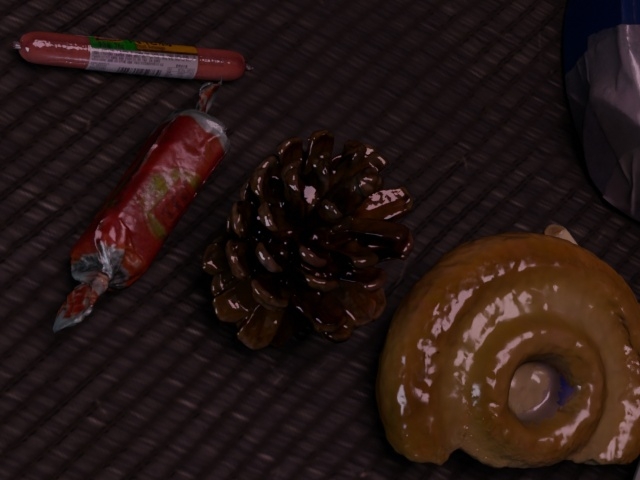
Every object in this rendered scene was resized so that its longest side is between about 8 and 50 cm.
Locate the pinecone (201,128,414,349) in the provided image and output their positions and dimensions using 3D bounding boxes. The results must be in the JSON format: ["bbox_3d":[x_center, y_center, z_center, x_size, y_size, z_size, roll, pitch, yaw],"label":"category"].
[{"bbox_3d":[-0.003,-0.001,1.521,0.150,0.195,0.179,35,45,12],"label":"pinecone"}]

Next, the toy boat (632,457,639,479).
[{"bbox_3d":[0.354,0.228,1.636,0.141,0.141,0.269,39,58,-9],"label":"toy boat"}]

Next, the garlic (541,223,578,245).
[{"bbox_3d":[0.228,0.020,1.696,0.041,0.053,0.083,-42,112,-16],"label":"garlic"}]

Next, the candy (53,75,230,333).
[{"bbox_3d":[-0.143,-0.033,1.516,0.059,0.086,0.292,39,60,-12],"label":"candy"}]

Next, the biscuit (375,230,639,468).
[{"bbox_3d":[0.179,0.098,1.606,0.274,0.091,0.213,-2,90,-23],"label":"biscuit"}]

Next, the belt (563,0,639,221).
[{"bbox_3d":[0.356,-0.188,1.802,0.212,0.117,0.347,14,65,-23],"label":"belt"}]

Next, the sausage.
[{"bbox_3d":[-0.161,-0.159,1.587,0.223,0.029,0.029,3,70,-26],"label":"sausage"}]
